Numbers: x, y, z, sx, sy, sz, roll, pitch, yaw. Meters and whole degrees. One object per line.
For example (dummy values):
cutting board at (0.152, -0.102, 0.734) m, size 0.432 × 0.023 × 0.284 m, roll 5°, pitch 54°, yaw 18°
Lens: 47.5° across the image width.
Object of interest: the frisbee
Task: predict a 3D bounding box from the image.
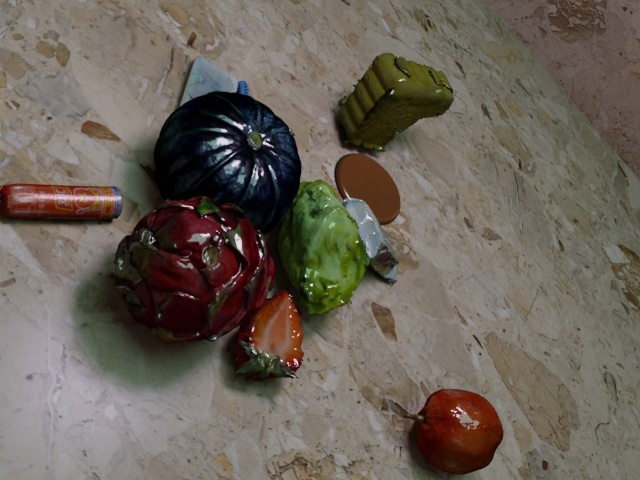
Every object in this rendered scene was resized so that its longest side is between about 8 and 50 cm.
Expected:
frisbee at (0.148, -0.160, 2.205) m, size 0.250 × 0.021 × 0.251 m, roll 22°, pitch 50°, yaw -29°

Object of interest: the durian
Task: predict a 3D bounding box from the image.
durian at (0.000, 0.000, 1.809) m, size 0.204 × 0.256 × 0.340 m, roll 6°, pitch 27°, yaw -24°

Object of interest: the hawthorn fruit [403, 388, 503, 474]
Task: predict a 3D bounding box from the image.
hawthorn fruit at (0.318, 0.464, 1.793) m, size 0.253 × 0.205 × 0.205 m, roll 14°, pitch 53°, yaw -21°

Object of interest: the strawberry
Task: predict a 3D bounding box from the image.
strawberry at (-0.128, 0.213, 1.660) m, size 0.174 × 0.098 × 0.228 m, roll 22°, pitch 47°, yaw -29°

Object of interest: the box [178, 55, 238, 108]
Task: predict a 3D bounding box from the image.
box at (-0.305, -0.369, 1.955) m, size 0.142 × 0.044 × 0.285 m, roll 29°, pitch 47°, yaw -27°

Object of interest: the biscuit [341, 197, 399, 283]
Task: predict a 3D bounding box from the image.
biscuit at (0.143, 0.003, 1.957) m, size 0.309 × 0.079 × 0.186 m, roll 48°, pitch 18°, yaw -69°

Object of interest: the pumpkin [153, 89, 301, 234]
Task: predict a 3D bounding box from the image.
pumpkin at (-0.215, -0.175, 1.734) m, size 0.363 × 0.266 × 0.364 m, roll 24°, pitch 50°, yaw -31°

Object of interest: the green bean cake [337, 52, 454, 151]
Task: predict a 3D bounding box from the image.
green bean cake at (0.220, -0.427, 2.250) m, size 0.285 × 0.310 × 0.202 m, roll 9°, pitch 49°, yaw -40°

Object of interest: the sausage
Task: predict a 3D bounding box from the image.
sausage at (-0.554, -0.082, 1.525) m, size 0.274 × 0.074 × 0.074 m, roll -1°, pitch 62°, yaw -39°

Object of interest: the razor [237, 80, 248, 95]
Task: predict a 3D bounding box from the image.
razor at (-0.214, -0.345, 2.014) m, size 0.082 × 0.042 × 0.253 m, roll 66°, pitch 16°, yaw -56°

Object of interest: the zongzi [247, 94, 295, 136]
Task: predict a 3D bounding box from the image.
zongzi at (-0.160, -0.290, 1.978) m, size 0.176 × 0.078 × 0.160 m, roll 45°, pitch 39°, yaw -26°

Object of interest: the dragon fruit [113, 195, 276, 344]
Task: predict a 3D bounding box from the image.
dragon fruit at (-0.252, 0.060, 1.504) m, size 0.329 × 0.329 × 0.329 m, roll 21°, pitch 50°, yaw -28°
